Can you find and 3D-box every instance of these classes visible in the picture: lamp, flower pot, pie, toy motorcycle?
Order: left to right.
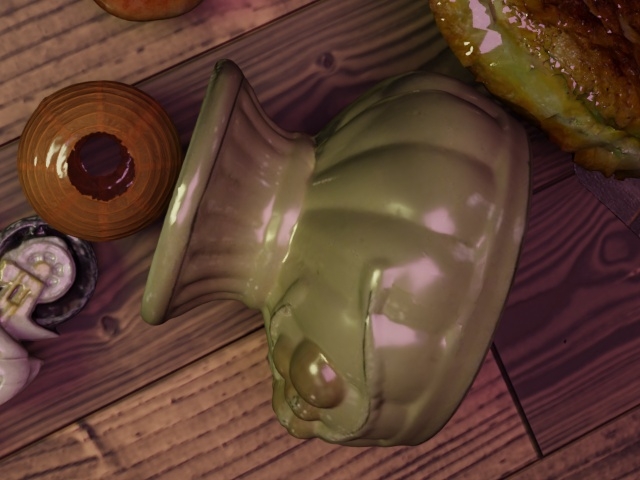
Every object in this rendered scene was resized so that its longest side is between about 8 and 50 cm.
[{"bbox_3d":[-0.362,0.075,0.816,0.340,0.108,0.223,7,88,-19],"label":"toy motorcycle"},{"bbox_3d":[-0.182,-0.066,0.827,0.136,0.136,0.137,-1,96,-11],"label":"lamp"},{"bbox_3d":[0.000,0.000,0.788,0.244,0.307,0.308,18,92,-5],"label":"flower pot"},{"bbox_3d":[0.221,-0.199,0.840,0.354,0.103,0.289,18,63,-35],"label":"pie"}]

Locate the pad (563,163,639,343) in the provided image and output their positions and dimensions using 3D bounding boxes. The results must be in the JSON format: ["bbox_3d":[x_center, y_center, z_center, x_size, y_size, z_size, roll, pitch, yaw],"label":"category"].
[{"bbox_3d":[0.338,0.006,0.975,0.250,0.055,0.323,39,70,-13],"label":"pad"}]

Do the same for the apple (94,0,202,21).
[{"bbox_3d":[-0.146,-0.240,0.830,0.126,0.102,0.126,0,90,-13],"label":"apple"}]
